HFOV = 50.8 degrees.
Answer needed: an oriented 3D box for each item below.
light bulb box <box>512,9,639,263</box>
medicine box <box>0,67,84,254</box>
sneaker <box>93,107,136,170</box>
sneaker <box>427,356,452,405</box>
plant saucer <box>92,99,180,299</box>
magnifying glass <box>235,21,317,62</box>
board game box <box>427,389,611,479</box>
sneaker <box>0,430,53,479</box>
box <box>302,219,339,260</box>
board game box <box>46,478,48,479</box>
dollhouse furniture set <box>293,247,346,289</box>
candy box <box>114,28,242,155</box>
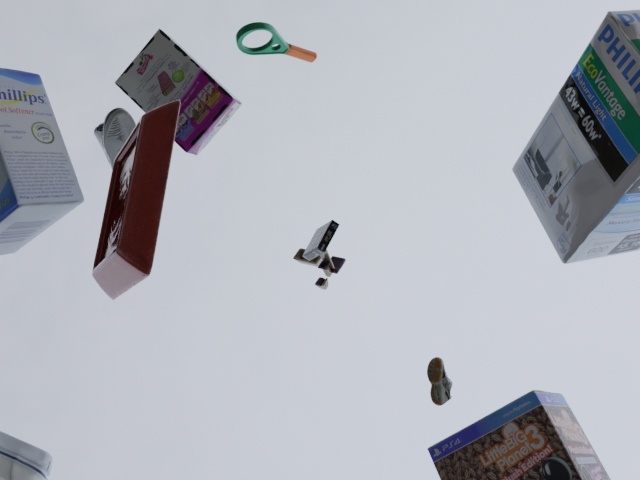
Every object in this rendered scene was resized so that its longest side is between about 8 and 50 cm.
[{"bbox_3d":[0.575,-0.171,1.109,0.361,0.357,0.225,106,-30,-55],"label":"light bulb box"},{"bbox_3d":[-0.639,-0.147,1.326,0.263,0.149,0.289,-28,-100,32],"label":"medicine box"},{"bbox_3d":[-0.502,-0.262,1.610,0.118,0.083,0.222,54,-29,18],"label":"sneaker"},{"bbox_3d":[0.200,0.230,1.118,0.032,0.037,0.083,13,-69,53],"label":"sneaker"},{"bbox_3d":[-0.285,-0.056,1.012,0.258,0.047,0.259,-24,-123,60],"label":"plant saucer"},{"bbox_3d":[-0.099,-0.458,1.587,0.092,0.231,0.026,-34,-117,39],"label":"magnifying glass"},{"bbox_3d":[0.361,0.439,1.143,0.232,0.141,0.291,-39,-124,24],"label":"board game box"},{"bbox_3d":[-0.483,0.277,0.873,0.094,0.258,0.091,-48,-160,47],"label":"sneaker"},{"bbox_3d":[0.000,0.000,1.305,0.067,0.018,0.083,-62,-167,-23],"label":"box"},{"bbox_3d":[-0.623,0.569,1.537,0.186,0.026,0.126,53,-25,-7],"label":"board game box"},{"bbox_3d":[-0.025,0.038,1.423,0.114,0.081,0.091,12,-127,35],"label":"dollhouse furniture set"},{"bbox_3d":[-0.311,-0.323,1.482,0.233,0.071,0.159,44,-82,6],"label":"candy box"}]
